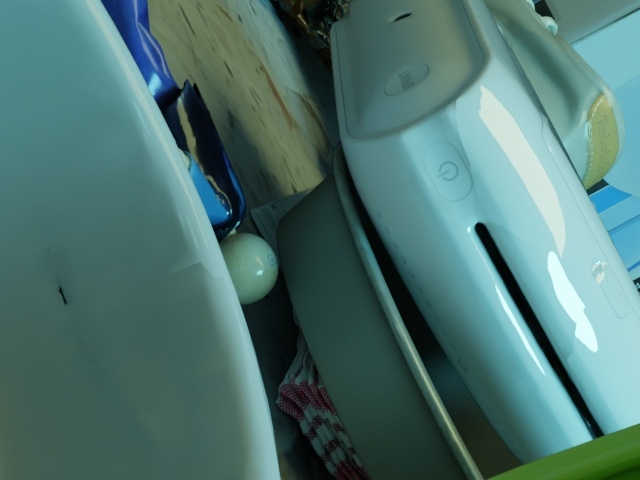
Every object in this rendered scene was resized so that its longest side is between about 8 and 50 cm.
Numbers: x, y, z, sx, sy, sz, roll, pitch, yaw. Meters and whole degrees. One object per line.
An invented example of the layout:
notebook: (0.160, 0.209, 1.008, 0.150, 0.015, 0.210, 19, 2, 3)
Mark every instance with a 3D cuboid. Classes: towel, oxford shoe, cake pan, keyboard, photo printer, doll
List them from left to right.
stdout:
doll: (-0.072, -0.054, 0.837, 0.129, 0.046, 0.189, -84, 152, -85)
keyboard: (0.000, 0.000, 1.107, 0.256, 0.014, 0.072, -29, 97, -77)
towel: (0.035, 0.135, 0.934, 0.197, 0.029, 0.144, 60, 10, -13)
cake pan: (0.059, 0.086, 0.938, 0.293, 0.054, 0.293, 60, 10, -17)
oxford shoe: (0.125, -0.165, 1.380, 0.449, 0.130, 0.169, -117, -163, -51)
photo printer: (0.102, -0.013, 0.955, 0.256, 0.107, 0.307, 59, 10, -20)

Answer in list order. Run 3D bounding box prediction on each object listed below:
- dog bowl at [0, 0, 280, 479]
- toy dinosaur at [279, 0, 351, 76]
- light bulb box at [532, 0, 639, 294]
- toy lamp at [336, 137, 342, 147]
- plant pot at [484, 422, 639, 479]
dog bowl: (-0.125, -0.012, 0.408, 0.349, 0.102, 0.349, 59, 13, -22)
toy dinosaur: (-0.034, -0.287, 1.359, 0.322, 0.164, 0.218, 47, -5, 11)
light bulb box: (0.281, -0.112, 1.672, 0.361, 0.358, 0.225, 53, 14, -34)
toy lamp: (0.096, 0.026, 1.293, 0.275, 0.080, 0.080, 60, 13, -21)
plant pot: (0.134, 0.236, 0.692, 0.228, 0.227, 0.207, -102, 167, -53)
